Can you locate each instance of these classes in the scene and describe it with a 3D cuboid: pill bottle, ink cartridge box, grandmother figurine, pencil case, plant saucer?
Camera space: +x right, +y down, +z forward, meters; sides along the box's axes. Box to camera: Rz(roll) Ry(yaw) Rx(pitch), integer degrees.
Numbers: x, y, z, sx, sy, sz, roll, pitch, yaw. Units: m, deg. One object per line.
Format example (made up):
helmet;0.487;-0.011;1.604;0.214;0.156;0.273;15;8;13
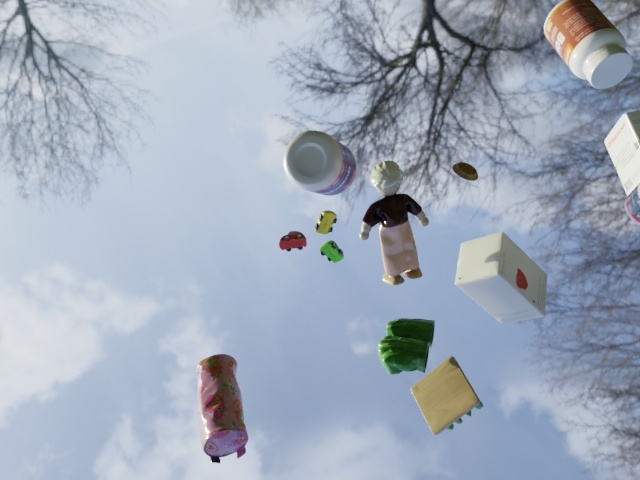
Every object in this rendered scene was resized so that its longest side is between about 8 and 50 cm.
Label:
pill bottle;0.011;-0.237;1.916;0.181;0.182;0.323;22;-174;14
ink cartridge box;1.036;-0.256;1.915;0.114;0.198;0.273;-13;-110;1
grandmother figurine;0.198;-0.052;1.667;0.207;0.343;0.104;-19;-159;-26
pencil case;-0.262;0.435;1.594;0.124;0.124;0.284;0;-145;-17
pill bottle;0.776;-0.114;1.349;0.107;0.180;0.108;2;-120;-3
plant saucer;0.431;-0.208;1.777;0.083;0.015;0.083;12;-140;-10
pill bottle;0.597;-0.439;1.342;0.121;0.121;0.216;1;-131;-17

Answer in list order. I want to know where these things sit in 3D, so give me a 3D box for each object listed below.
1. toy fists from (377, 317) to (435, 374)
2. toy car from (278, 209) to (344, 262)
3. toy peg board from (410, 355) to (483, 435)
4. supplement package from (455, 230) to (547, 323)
toy fists;0.248;0.304;1.757;0.142;0.096;0.279;6;-161;16
toy car;0.000;0.000;2.129;0.225;0.239;0.053;42;-154;-37
toy peg board;0.364;0.444;1.699;0.079;0.161;0.161;34;-160;-39
supplement package;0.626;0.134;2.075;0.293;0.175;0.178;37;-127;-29
